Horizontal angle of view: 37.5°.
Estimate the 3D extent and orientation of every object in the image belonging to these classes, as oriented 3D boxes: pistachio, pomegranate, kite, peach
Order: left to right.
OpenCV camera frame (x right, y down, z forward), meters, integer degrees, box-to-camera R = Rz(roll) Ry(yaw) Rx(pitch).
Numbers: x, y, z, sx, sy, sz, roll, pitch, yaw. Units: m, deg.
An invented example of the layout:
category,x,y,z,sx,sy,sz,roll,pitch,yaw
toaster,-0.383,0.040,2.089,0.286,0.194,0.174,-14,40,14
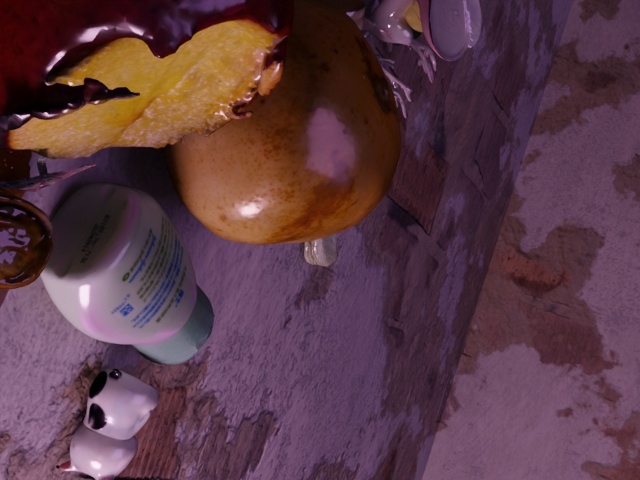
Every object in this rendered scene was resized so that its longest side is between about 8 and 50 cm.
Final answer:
category,x,y,z,sx,sy,sz,roll,pitch,yaw
pistachio,-0.424,-0.007,1.138,0.210,0.165,0.131,28,36,-40
kite,-0.349,-0.085,1.196,0.137,0.152,0.005,-15,84,-27
peach,-0.225,-0.249,1.079,0.339,0.353,0.416,0,129,-46
pomegranate,-0.076,-0.182,1.481,0.416,0.416,0.417,-38,135,-50

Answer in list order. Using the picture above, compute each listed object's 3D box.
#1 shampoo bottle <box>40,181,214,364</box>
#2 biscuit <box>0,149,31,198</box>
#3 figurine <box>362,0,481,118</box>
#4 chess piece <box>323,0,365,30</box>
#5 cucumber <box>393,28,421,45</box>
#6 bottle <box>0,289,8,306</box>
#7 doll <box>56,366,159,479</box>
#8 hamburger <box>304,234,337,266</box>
category,x,y,z,sx,sy,sz,roll,pitch,yaw
shampoo bottle,-0.278,0.073,1.449,0.222,0.151,0.349,-69,152,-25
biscuit,-0.420,-0.169,1.173,0.183,0.043,0.280,-49,139,-51
figurine,0.190,-0.413,1.990,0.206,0.315,0.284,-41,116,-22
chess piece,0.028,-0.282,1.898,0.117,0.117,0.397,-40,138,-49
cucumber,0.181,-0.556,2.101,0.115,0.063,0.244,-64,149,-22
bottle,-0.431,0.041,1.248,0.053,0.053,0.140,44,64,-60
doll,-0.332,0.292,1.503,0.107,0.110,0.181,21,87,-62
hamburger,-0.003,-0.001,2.045,0.084,0.054,0.121,-11,111,-56
